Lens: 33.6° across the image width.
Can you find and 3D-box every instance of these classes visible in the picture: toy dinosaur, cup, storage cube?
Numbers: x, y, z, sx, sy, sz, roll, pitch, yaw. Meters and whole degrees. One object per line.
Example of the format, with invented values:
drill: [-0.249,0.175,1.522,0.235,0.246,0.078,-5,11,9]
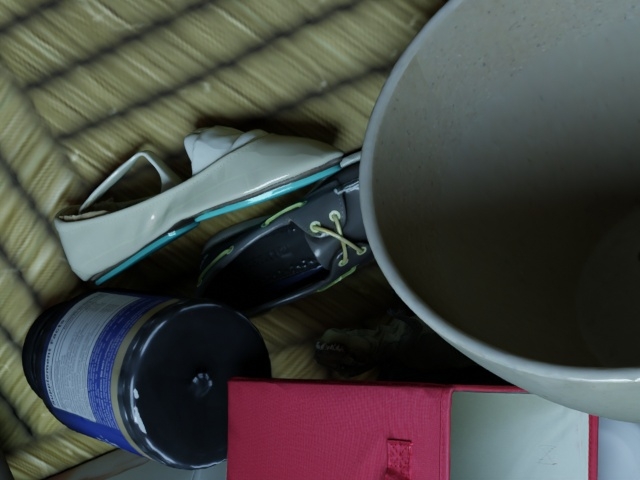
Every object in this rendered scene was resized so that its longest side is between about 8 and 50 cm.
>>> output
toy dinosaur: [0.124,0.055,0.838,0.268,0.064,0.118,3,98,-12]
cup: [0.222,-0.016,0.681,0.331,0.331,0.237,-20,142,18]
storage cube: [0.062,0.190,0.731,0.193,0.215,0.184,-4,80,40]

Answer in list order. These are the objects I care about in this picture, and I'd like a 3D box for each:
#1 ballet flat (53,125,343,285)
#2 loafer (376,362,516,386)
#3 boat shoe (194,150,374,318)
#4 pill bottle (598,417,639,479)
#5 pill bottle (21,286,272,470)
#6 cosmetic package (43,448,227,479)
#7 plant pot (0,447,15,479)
ballet flat: [-0.103,-0.042,0.816,0.248,0.086,0.086,-24,115,21]
loafer: [0.155,0.141,0.888,0.223,0.078,0.076,1,122,7]
boat shoe: [0.000,0.000,0.828,0.227,0.069,0.081,-27,114,21]
pill bottle: [0.243,0.231,0.872,0.121,0.121,0.221,-18,141,17]
pill bottle: [-0.146,0.099,0.825,0.219,0.123,0.123,2,131,52]
cosmetic package: [-0.188,0.292,0.992,0.296,0.129,0.153,-23,114,20]
plant pot: [-0.445,0.157,0.865,0.323,0.323,0.280,-13,103,14]
